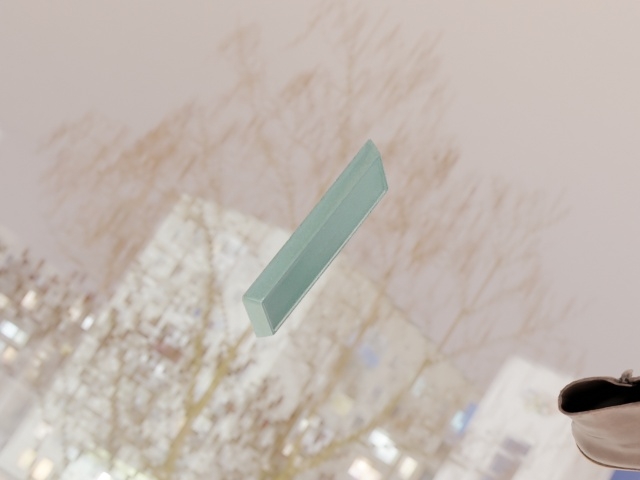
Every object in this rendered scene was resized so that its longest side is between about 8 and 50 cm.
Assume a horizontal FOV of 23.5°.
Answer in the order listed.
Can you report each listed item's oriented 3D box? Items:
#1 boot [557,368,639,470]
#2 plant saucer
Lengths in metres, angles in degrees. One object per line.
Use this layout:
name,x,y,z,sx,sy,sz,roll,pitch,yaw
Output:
boot,0.362,0.179,1.476,0.248,0.090,0.207,-5,-22,17
plant saucer,0.000,0.000,1.332,0.018,0.192,0.067,27,-26,27
